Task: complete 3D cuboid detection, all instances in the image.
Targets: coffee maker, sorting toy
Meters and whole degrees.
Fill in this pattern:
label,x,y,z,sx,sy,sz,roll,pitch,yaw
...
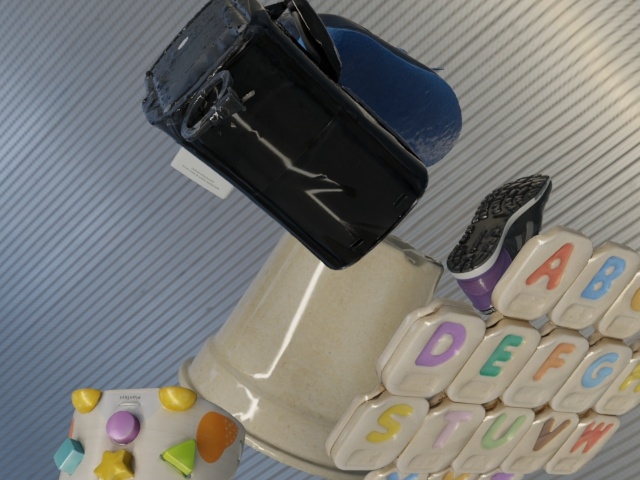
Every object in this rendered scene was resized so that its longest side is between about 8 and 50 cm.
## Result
label,x,y,z,sx,sy,sz,roll,pitch,yaw
coffee maker,-0.023,-0.062,0.535,0.120,0.171,0.178,-32,125,29
sorting toy,-0.081,0.103,0.331,0.083,0.075,0.044,-4,136,10

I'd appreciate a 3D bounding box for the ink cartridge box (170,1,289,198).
label,x,y,z,sx,sy,sz,roll,pitch,yaw
ink cartridge box,-0.075,-0.151,0.850,0.072,0.127,0.175,33,126,-12

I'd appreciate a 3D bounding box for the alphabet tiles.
label,x,y,z,sx,sy,sz,roll,pitch,yaw
alphabet tiles,0.143,0.119,0.581,0.277,0.284,0.021,-60,39,21

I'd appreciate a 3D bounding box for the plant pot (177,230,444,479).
label,x,y,z,sx,sy,sz,roll,pitch,yaw
plant pot,0.012,0.120,1.133,0.334,0.334,0.305,27,96,18

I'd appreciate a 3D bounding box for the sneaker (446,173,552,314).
label,x,y,z,sx,sy,sz,roll,pitch,yaw
sneaker,0.312,0.006,1.315,0.107,0.283,0.124,-4,126,49

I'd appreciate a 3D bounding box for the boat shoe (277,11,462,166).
label,x,y,z,sx,sy,sz,roll,pitch,yaw
boat shoe,0.056,-0.158,0.771,0.109,0.258,0.089,-49,52,5
